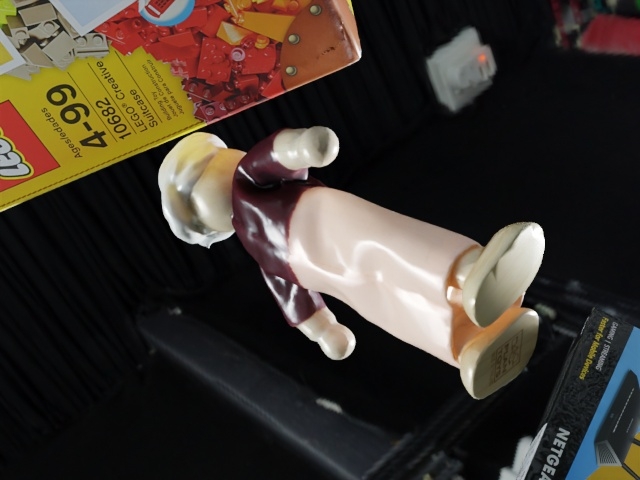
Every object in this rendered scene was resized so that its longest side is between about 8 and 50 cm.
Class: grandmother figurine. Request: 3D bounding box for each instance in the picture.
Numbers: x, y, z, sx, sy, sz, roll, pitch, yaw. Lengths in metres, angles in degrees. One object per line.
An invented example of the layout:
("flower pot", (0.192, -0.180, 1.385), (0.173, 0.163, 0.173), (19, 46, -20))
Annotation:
("grandmother figurine", (0.000, 0.000, 0.698), (0.342, 0.207, 0.104), (26, -144, 37))

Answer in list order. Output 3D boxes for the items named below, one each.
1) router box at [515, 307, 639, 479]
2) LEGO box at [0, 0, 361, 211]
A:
("router box", (0.216, 0.145, 0.633), (0.133, 0.046, 0.179), (27, -130, 11))
("LEGO box", (-0.241, -0.294, 0.614), (0.373, 0.500, 0.193), (-21, -142, 11))
